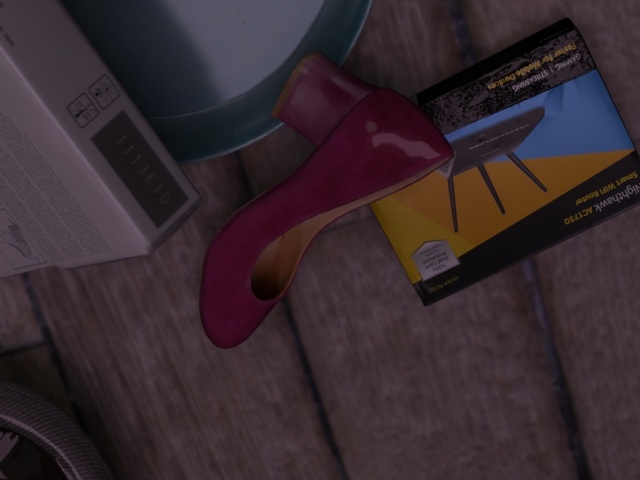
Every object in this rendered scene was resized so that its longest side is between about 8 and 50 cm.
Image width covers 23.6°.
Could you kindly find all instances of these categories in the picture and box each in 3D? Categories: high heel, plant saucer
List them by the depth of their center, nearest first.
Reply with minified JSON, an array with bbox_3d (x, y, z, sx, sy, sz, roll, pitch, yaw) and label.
[{"bbox_3d":[-0.117,-0.206,1.014,0.317,0.044,0.318,1,108,2],"label":"plant saucer"},{"bbox_3d":[0.000,0.000,1.026,0.117,0.082,0.244,37,118,20],"label":"high heel"}]

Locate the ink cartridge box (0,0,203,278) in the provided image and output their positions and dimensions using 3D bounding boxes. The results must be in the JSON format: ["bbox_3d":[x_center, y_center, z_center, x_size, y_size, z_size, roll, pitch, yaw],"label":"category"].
[{"bbox_3d":[-0.229,-0.100,0.994,0.060,0.239,0.275,-46,110,-30],"label":"ink cartridge box"}]

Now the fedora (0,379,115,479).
[{"bbox_3d":[-0.259,0.224,1.114,0.243,0.124,0.275,9,97,-4],"label":"fedora"}]

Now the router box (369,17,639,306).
[{"bbox_3d":[0.121,-0.053,1.055,0.179,0.046,0.133,-27,106,10],"label":"router box"}]
